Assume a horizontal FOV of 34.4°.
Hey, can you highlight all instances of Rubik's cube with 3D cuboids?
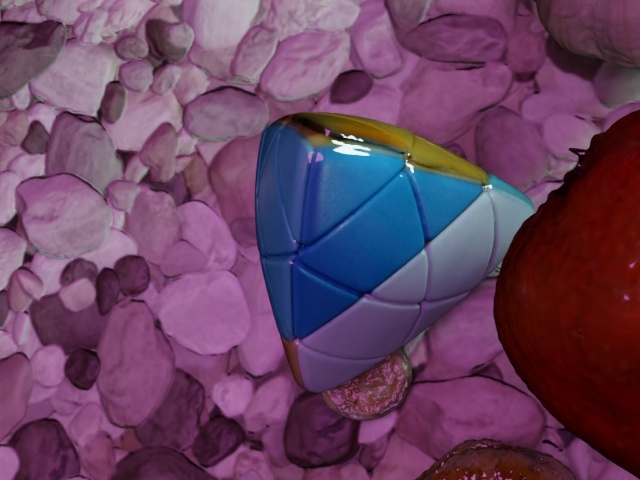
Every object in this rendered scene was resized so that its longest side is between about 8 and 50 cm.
[{"bbox_3d":[0.000,0.000,0.863,0.254,0.254,0.254,-4,79,18],"label":"Rubik's cube"}]

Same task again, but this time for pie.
[{"bbox_3d":[0.038,0.117,0.891,0.084,0.021,0.084,-3,78,14],"label":"pie"},{"bbox_3d":[0.125,0.245,0.809,0.163,0.079,0.193,41,95,17],"label":"pie"}]

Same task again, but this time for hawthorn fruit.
[{"bbox_3d":[0.279,0.051,0.704,0.307,0.265,0.265,37,93,4],"label":"hawthorn fruit"}]

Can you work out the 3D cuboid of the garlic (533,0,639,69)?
[{"bbox_3d":[0.260,-0.236,0.809,0.228,0.152,0.227,-7,77,34],"label":"garlic"}]
